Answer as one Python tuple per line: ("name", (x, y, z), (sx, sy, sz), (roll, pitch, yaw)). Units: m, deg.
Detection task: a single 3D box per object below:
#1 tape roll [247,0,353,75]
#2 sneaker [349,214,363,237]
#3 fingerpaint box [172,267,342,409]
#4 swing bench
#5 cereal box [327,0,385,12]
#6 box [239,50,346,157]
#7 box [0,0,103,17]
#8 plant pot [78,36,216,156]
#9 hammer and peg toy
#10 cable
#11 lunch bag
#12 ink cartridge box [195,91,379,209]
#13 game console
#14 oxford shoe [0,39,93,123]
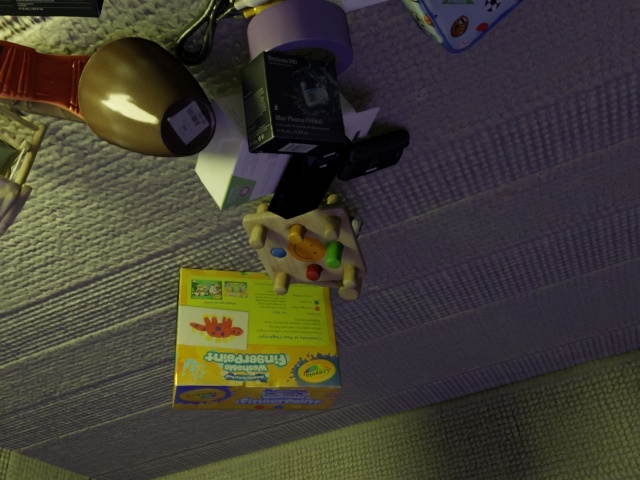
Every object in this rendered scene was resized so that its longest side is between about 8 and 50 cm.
("tape roll", (-0.038, -0.360, 1.170), (0.189, 0.080, 0.189), (-8, 170, -1))
("sneaker", (0.000, 0.000, 1.712), (0.108, 0.100, 0.271), (37, 132, -12))
("fingerpaint box", (-0.189, 0.284, 1.810), (0.445, 0.371, 0.163), (4, 141, -15))
("swing bench", (-0.710, -0.162, 1.235), (0.165, 0.254, 0.253), (-31, 137, 27))
("cereal box", (0.039, -0.506, 1.078), (0.173, 0.047, 0.240), (-13, 143, 9))
("box", (-0.050, -0.241, 1.139), (0.156, 0.158, 0.093), (-2, 170, -34))
("box", (-0.494, -0.463, 1.003), (0.261, 0.103, 0.184), (-1, 143, -7))
("plant pot", (-0.293, -0.240, 1.153), (0.215, 0.230, 0.215), (-21, 126, -32))
("hammer and peg toy", (-0.026, 0.054, 1.589), (0.266, 0.127, 0.361), (-6, 137, 14))
("cable", (-0.180, -0.413, 1.141), (0.287, 0.072, 0.139), (-30, 142, 26))
("lunch bag", (0.234, -0.487, 1.053), (0.243, 0.115, 0.303), (-39, 138, 8))
("ink cartridge box", (-0.066, -0.214, 1.318), (0.353, 0.119, 0.207), (-21, 154, -35))
("game console", (0.056, -0.161, 1.399), (0.361, 0.044, 0.213), (-21, 156, -37))
("oxford shoe", (-0.497, -0.295, 1.240), (0.364, 0.130, 0.133), (13, 172, -34))
